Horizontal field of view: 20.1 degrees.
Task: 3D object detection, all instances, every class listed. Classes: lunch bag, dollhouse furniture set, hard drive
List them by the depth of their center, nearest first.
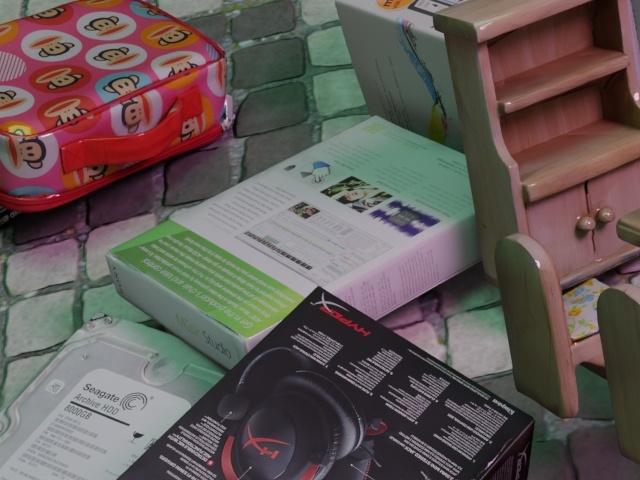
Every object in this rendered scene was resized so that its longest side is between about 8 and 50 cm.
[{"bbox_3d":[0.283,-0.054,1.407,0.362,0.256,0.394,-23,25,-23],"label":"dollhouse furniture set"},{"bbox_3d":[-0.199,0.215,1.514,0.237,0.064,0.339,17,50,34],"label":"hard drive"},{"bbox_3d":[-0.240,-0.142,1.850,0.293,0.120,0.258,-26,39,-34],"label":"lunch bag"}]

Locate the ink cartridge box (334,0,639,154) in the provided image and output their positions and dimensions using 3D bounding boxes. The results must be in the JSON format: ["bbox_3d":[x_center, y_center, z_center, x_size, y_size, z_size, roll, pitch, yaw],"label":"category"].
[{"bbox_3d":[0.164,-0.186,1.751,0.232,0.168,0.171,25,57,41],"label":"ink cartridge box"}]

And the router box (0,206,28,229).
[{"bbox_3d":[-0.338,-0.065,1.902,0.092,0.038,0.122,-31,42,-16],"label":"router box"}]

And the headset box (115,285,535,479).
[{"bbox_3d":[-0.010,0.203,1.375,0.218,0.110,0.293,30,56,25],"label":"headset box"}]

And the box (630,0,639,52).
[{"bbox_3d":[0.339,-0.304,1.859,0.181,0.119,0.182,-33,43,-17],"label":"box"}]

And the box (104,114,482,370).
[{"bbox_3d":[0.000,0.000,1.637,0.322,0.058,0.232,-27,33,-27],"label":"box"}]
